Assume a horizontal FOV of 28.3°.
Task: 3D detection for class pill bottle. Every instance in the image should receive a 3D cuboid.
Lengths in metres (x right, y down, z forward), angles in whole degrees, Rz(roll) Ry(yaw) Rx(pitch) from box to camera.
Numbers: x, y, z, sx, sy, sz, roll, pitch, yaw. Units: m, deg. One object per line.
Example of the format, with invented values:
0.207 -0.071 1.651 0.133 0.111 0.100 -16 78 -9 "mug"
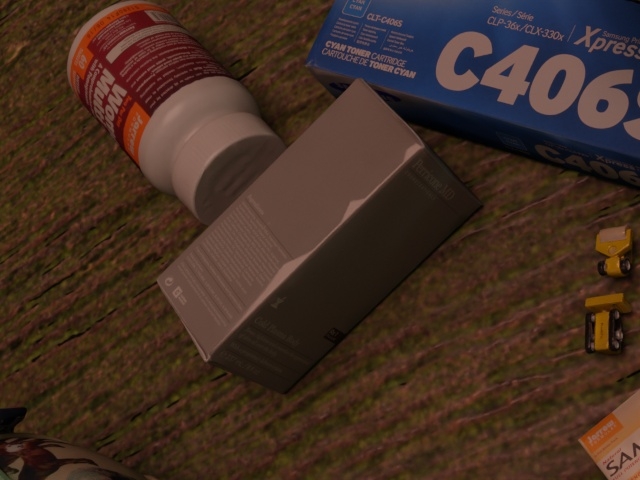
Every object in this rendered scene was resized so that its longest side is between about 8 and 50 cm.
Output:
-0.129 -0.115 1.151 0.121 0.121 0.221 -47 55 5 "pill bottle"

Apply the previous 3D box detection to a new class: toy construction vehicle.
0.239 0.035 0.934 0.086 0.035 0.098 -14 61 37 "toy construction vehicle"

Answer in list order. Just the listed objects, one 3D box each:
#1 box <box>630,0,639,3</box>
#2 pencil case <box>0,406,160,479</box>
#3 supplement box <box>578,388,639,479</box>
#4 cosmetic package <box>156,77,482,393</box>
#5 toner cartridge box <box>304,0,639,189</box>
0.271 -0.344 0.841 0.294 0.182 0.296 -93 16 -52 "box"
-0.282 0.340 0.986 0.410 0.183 0.160 -61 36 6 "pencil case"
0.234 0.160 0.879 0.062 0.036 0.098 -42 55 8 "supplement box"
0.000 0.000 1.027 0.238 0.127 0.107 -43 55 10 "cosmetic package"
0.168 -0.158 1.025 0.347 0.075 0.165 20 79 34 "toner cartridge box"
